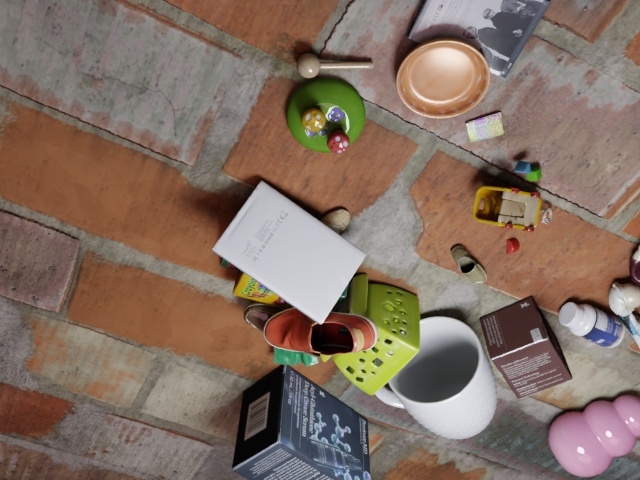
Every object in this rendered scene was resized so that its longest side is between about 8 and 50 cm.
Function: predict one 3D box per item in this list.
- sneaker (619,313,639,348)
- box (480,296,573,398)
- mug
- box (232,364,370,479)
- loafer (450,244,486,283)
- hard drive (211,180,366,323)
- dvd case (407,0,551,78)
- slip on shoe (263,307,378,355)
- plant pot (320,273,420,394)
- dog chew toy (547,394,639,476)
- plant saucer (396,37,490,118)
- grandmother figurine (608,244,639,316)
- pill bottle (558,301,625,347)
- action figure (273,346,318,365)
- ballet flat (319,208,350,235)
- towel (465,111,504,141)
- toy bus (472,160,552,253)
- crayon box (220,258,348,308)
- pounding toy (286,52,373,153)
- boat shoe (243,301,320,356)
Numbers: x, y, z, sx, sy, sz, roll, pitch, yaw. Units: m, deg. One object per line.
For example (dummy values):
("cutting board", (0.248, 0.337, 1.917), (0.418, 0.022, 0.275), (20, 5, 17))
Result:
("sneaker", (0.927, 0.244, 1.803), (0.083, 0.071, 0.190), (-35, 128, 16))
("box", (0.585, 0.308, 1.784), (0.167, 0.168, 0.203), (-27, 122, 20))
("mug", (0.327, 0.428, 1.830), (0.374, 0.276, 0.328), (-7, 138, 26))
("box", (-0.049, 0.636, 1.959), (0.212, 0.293, 0.395), (-37, 118, 25))
("loafer", (0.400, 0.075, 1.686), (0.056, 0.050, 0.148), (-35, 119, 24))
("hard drive", (-0.074, 0.029, 1.535), (0.318, 0.210, 0.040), (35, 166, -5))
("dvd case", (0.326, -0.460, 1.300), (0.238, 0.029, 0.179), (18, 125, -12))
("slip on shoe", (-0.016, 0.236, 1.592), (0.331, 0.101, 0.123), (-1, 97, 33))
("plant pot", (0.126, 0.244, 1.714), (0.207, 0.228, 0.227), (30, 122, -13))
("dog chew toy", (0.902, 0.609, 1.997), (0.332, 0.207, 0.206), (-37, 118, 15))
("plant saucer", (0.264, -0.353, 1.354), (0.200, 0.037, 0.200), (4, 140, 4))
("grandmother figurine", (0.904, 0.074, 1.652), (0.208, 0.104, 0.342), (34, 118, -12))
("pill bottle", (0.766, 0.236, 1.774), (0.169, 0.094, 0.094), (23, 124, -15))
("action figure", (-0.088, 0.261, 1.823), (0.137, 0.063, 0.232), (-6, 120, 7))
("ballet flat", (0.000, 0.000, 1.623), (0.073, 0.067, 0.206), (36, 119, -21))
("towel", (0.385, -0.263, 1.459), (0.083, 0.009, 0.060), (-15, 126, 13))
("toy bus", (0.461, -0.081, 1.534), (0.104, 0.191, 0.202), (15, 142, 47))
("crayon box", (-0.106, 0.106, 1.648), (0.318, 0.081, 0.202), (16, 154, -10))
("pounding toy", (0.016, -0.281, 1.387), (0.183, 0.110, 0.237), (7, 127, -5))
("boat shoe", (-0.093, 0.250, 1.733), (0.257, 0.095, 0.095), (21, 114, -10))
